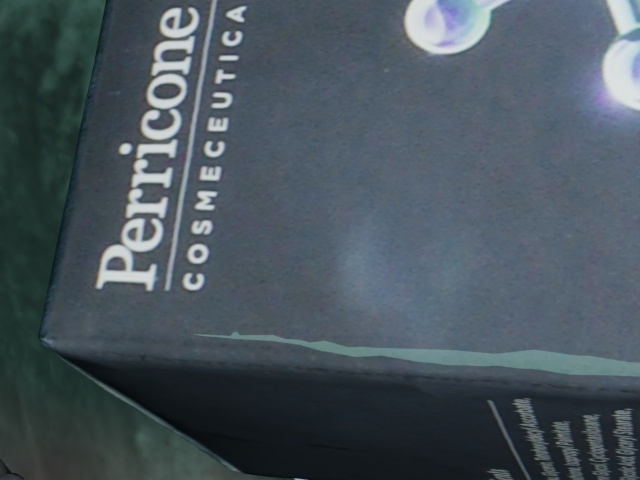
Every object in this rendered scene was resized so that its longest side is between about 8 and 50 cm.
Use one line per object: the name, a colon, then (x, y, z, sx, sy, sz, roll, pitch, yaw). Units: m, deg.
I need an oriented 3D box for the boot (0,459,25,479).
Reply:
boot: (-0.113, 0.369, 0.631, 0.445, 0.146, 0.367, 42, 108, 12)

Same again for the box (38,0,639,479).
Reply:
box: (0.148, -0.064, 0.462, 0.396, 0.212, 0.293, 2, 71, 15)
